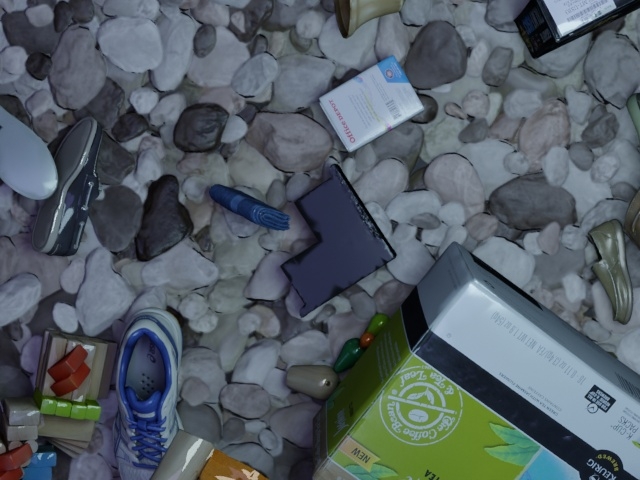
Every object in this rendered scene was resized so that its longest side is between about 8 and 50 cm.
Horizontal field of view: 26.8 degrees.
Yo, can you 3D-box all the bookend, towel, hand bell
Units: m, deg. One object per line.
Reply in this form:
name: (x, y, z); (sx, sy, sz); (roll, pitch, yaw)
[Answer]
bookend: (0.000, 0.000, 1.880); (0.157, 0.072, 0.156); (-34, 90, 6)
towel: (-0.099, -0.044, 1.860); (0.119, 0.067, 0.029); (28, 97, 45)
hand bell: (0.145, -0.352, 1.853); (0.242, 0.126, 0.126); (-7, 93, -9)

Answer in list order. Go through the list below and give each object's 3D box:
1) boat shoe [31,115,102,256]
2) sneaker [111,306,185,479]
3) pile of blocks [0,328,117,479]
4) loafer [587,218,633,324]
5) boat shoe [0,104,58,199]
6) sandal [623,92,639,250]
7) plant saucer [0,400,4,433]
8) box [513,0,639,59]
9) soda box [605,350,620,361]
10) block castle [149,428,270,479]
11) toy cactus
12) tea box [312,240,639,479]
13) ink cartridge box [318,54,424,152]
boat shoe: (-0.348, -0.074, 1.917); (0.065, 0.075, 0.206); (21, 89, -40)
sneaker: (-0.249, 0.246, 1.882); (0.112, 0.131, 0.296); (-3, 94, 2)
pile of blocks: (-0.398, 0.289, 1.869); (0.149, 0.112, 0.362); (36, 85, -19)
loafer: (0.402, 0.045, 1.868); (0.050, 0.056, 0.148); (-7, 83, 5)
boat shoe: (-0.447, -0.144, 1.904); (0.078, 0.070, 0.219); (-40, 85, -6)
sandal: (0.451, -0.049, 1.837); (0.086, 0.120, 0.302); (-14, 85, 17)
plant saucer: (-0.598, 0.281, 1.947); (0.311, 0.050, 0.310); (0, 93, 3)
box: (0.404, -0.335, 1.725); (0.293, 0.295, 0.073); (-25, 91, 4)
soda box: (0.369, 0.261, 1.869); (0.069, 0.074, 0.216); (4, 93, 4)
block castle: (-0.048, 0.448, 1.740); (0.453, 0.303, 0.213); (28, 76, 4)
toy cactus: (0.044, 0.202, 1.888); (0.180, 0.112, 0.219); (9, 96, 22)
tea box: (0.210, 0.237, 1.715); (0.329, 0.220, 0.323); (35, 101, -7)
ink cartridge box: (0.071, -0.189, 1.876); (0.122, 0.052, 0.088); (-30, 90, 4)
